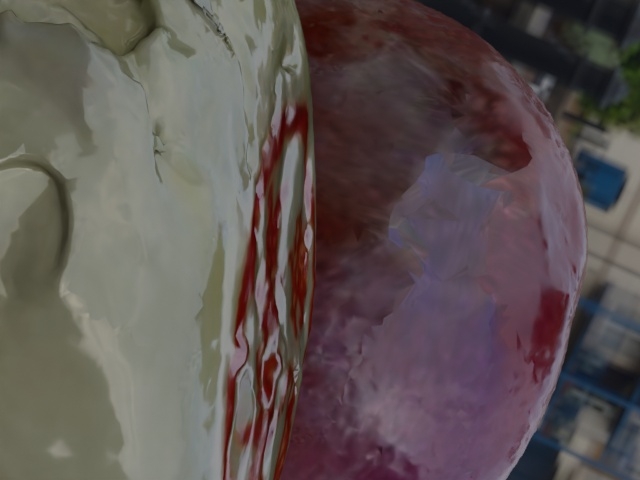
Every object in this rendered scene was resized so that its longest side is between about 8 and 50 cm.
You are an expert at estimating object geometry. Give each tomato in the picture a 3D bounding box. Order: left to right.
[{"bbox_3d":[0.000,0.002,0.822,0.176,0.290,0.334,129,-21,-57],"label":"tomato"}]

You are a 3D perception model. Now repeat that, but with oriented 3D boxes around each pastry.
[{"bbox_3d":[-0.076,0.013,0.514,0.265,0.133,0.264,4,90,-81],"label":"pastry"}]
